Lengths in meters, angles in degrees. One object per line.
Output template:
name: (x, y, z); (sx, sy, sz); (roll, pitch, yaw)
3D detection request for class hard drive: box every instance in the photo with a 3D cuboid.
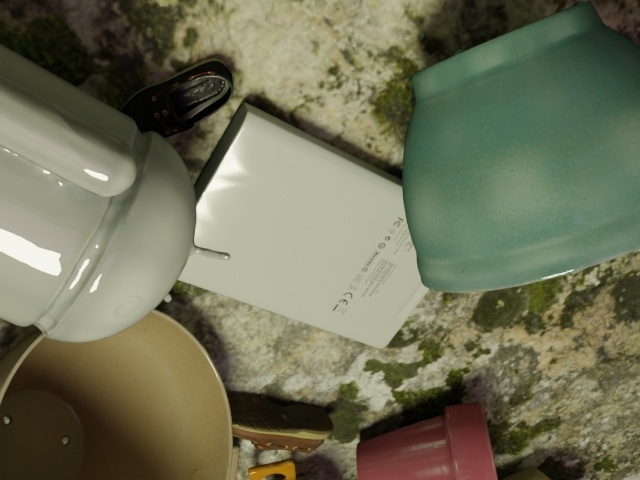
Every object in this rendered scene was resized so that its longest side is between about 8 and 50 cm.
hard drive: (0.000, 0.000, 0.811); (0.307, 0.040, 0.203); (23, 113, -28)

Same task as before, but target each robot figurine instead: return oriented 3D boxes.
robot figurine: (-0.252, -0.042, 0.599); (0.353, 0.300, 0.200); (30, 66, -24)

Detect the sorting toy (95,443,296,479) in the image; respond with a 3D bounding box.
sorting toy: (-0.204, 0.329, 0.962); (0.347, 0.047, 0.196); (1, 126, -17)

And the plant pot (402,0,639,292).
plant pot: (0.199, -0.101, 0.684); (0.293, 0.293, 0.196); (-22, 99, -2)

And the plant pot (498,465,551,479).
plant pot: (0.278, 0.491, 1.111); (0.274, 0.256, 0.256); (-42, 125, -7)

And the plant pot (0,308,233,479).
plant pot: (-0.260, 0.218, 0.766); (0.190, 0.284, 0.284); (-14, 135, 38)

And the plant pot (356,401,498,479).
plant pot: (0.147, 0.332, 0.990); (0.180, 0.201, 0.201); (-8, 125, 6)

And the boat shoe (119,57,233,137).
boat shoe: (-0.142, -0.125, 0.688); (0.133, 0.042, 0.049); (-29, 128, 5)

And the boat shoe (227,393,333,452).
boat shoe: (-0.069, 0.244, 0.934); (0.178, 0.064, 0.060); (16, 114, -28)
